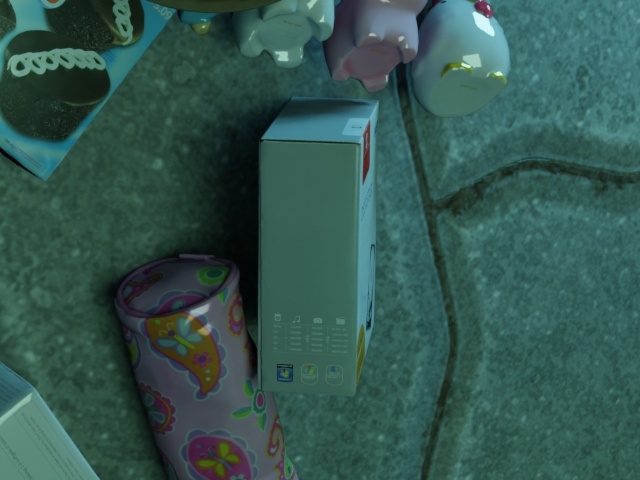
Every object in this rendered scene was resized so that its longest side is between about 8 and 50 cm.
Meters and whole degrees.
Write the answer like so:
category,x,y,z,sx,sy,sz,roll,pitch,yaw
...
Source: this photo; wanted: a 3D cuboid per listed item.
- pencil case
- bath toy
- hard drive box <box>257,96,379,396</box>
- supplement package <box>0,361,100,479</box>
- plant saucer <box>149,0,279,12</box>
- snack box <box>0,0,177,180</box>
category,x,y,z,sx,sy,sz,roll,pitch,yaw
pencil case,-0.100,0.152,1.266,0.124,0.124,0.284,-29,120,-24
bath toy,0.035,-0.224,1.236,0.348,0.129,0.151,17,139,-35
hard drive box,0.000,0.000,1.237,0.089,0.181,0.232,2,108,7
supplement package,-0.255,0.174,0.899,0.179,0.105,0.105,-41,125,-22
plant saucer,-0.080,-0.302,0.969,0.278,0.041,0.277,1,113,2
snack box,-0.282,-0.215,1.053,0.322,0.060,0.187,42,80,-36
